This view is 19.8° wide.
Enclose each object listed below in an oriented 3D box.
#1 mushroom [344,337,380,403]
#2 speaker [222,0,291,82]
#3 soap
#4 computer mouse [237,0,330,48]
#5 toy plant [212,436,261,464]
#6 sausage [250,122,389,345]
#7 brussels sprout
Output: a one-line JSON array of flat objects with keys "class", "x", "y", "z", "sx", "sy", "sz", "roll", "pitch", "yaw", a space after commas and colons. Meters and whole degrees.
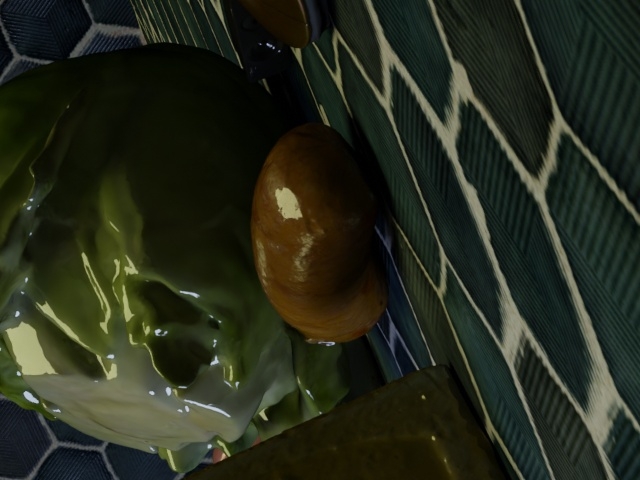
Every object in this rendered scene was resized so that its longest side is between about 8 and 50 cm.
[{"class": "mushroom", "x": 0.016, "y": 0.219, "z": 1.953, "sx": 0.099, "sy": 0.096, "sz": 0.278, "roll": -92, "pitch": 2, "yaw": -75}, {"class": "speaker", "x": -0.056, "y": -0.193, "z": 1.466, "sx": 0.191, "sy": 0.040, "sz": 0.046, "roll": 78, "pitch": 169, "yaw": -67}, {"class": "soap", "x": -0.007, "y": 0.238, "z": 1.362, "sx": 0.091, "sy": 0.315, "sz": 0.199, "roll": 76, "pitch": 171, "yaw": -59}, {"class": "computer mouse", "x": -0.083, "y": -0.268, "z": 1.255, "sx": 0.158, "sy": 0.072, "sz": 0.310, "roll": 76, "pitch": 168, "yaw": -71}, {"class": "toy plant", "x": -0.029, "y": 0.273, "z": 2.361, "sx": 0.317, "sy": 0.210, "sz": 0.356, "roll": 70, "pitch": -173, "yaw": -47}, {"class": "sausage", "x": -0.001, "y": -0.001, "z": 1.430, "sx": 0.270, "sy": 0.109, "sz": 0.109, "roll": 85, "pitch": 161, "yaw": -66}, {"class": "brussels sprout", "x": -0.147, "y": -0.001, "z": 1.690, "sx": 0.425, "sy": 0.342, "sz": 0.361, "roll": 32, "pitch": -119, "yaw": -38}]
